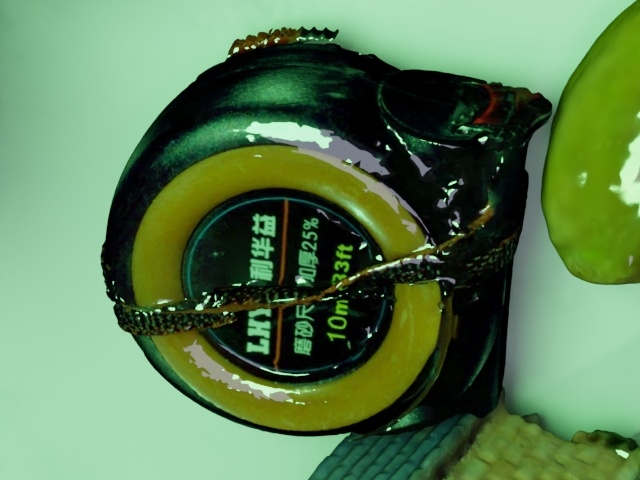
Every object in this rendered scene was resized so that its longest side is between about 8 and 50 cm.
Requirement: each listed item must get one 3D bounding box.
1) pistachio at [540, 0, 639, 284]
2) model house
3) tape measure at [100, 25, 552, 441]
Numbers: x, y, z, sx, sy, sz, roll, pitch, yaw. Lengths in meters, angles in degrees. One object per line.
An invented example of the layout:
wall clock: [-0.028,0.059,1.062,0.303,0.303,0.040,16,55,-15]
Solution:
pistachio: [0.179,-0.064,0.799,0.110,0.100,0.189,37,106,16]
model house: [0.061,0.178,0.875,0.172,0.166,0.183,25,126,16]
tape measure: [0.000,0.000,0.830,0.223,0.135,0.202,7,119,9]
